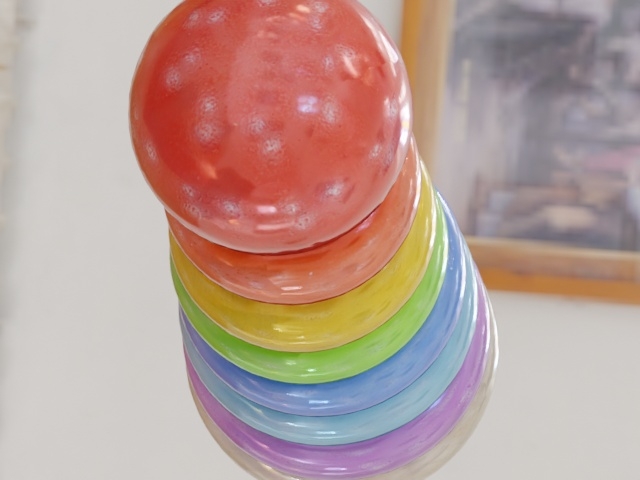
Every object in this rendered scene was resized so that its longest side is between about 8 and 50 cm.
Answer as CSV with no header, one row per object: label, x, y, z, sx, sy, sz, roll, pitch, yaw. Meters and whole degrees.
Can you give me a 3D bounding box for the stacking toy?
stacking toy,0.000,0.000,0.712,0.330,0.141,0.141,79,15,-71
